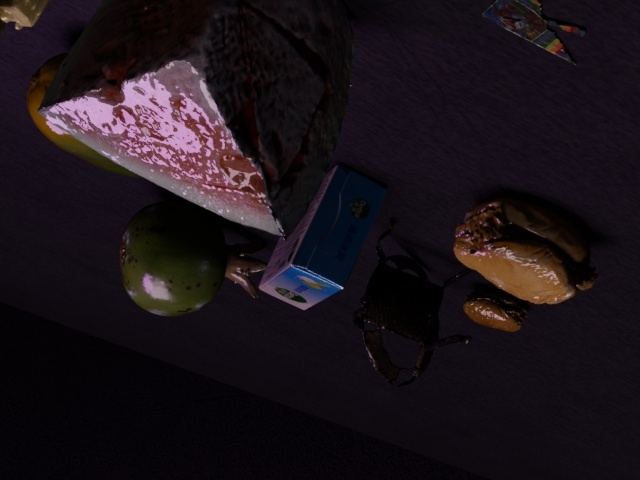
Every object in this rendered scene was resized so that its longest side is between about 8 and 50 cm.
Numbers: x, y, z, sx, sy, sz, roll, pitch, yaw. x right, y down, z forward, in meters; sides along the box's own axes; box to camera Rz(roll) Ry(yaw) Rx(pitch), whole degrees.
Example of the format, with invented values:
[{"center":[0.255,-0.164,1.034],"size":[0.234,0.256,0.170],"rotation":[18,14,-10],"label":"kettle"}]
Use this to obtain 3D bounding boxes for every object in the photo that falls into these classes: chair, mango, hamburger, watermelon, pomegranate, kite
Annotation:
[{"center":[0.118,0.089,1.677],"size":[0.149,0.174,0.213],"rotation":[20,153,-1],"label":"chair"},{"center":[-0.253,-0.146,1.541],"size":[0.156,0.114,0.251],"rotation":[8,173,16],"label":"mango"},{"center":[0.235,0.095,1.735],"size":[0.083,0.044,0.076],"rotation":[17,163,32],"label":"hamburger"},{"center":[0.224,0.012,1.408],"size":[0.147,0.083,0.138],"rotation":[30,167,-15],"label":"hamburger"},{"center":[-0.109,-0.155,1.089],"size":[0.262,0.213,0.201],"rotation":[20,164,12],"label":"watermelon"},{"center":[-0.191,0.029,1.942],"size":[0.224,0.181,0.181],"rotation":[7,173,-27],"label":"pomegranate"},{"center":[0.166,-0.173,1.016],"size":[0.090,0.004,0.122],"rotation":[16,163,29],"label":"kite"}]

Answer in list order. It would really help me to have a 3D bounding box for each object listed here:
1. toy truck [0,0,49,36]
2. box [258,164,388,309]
[{"center":[-0.368,-0.261,1.219],"size":[0.272,0.157,0.124],"rotation":[13,162,33],"label":"toy truck"},{"center":[0.000,0.000,1.581],"size":[0.073,0.139,0.194],"rotation":[26,165,-9],"label":"box"}]
